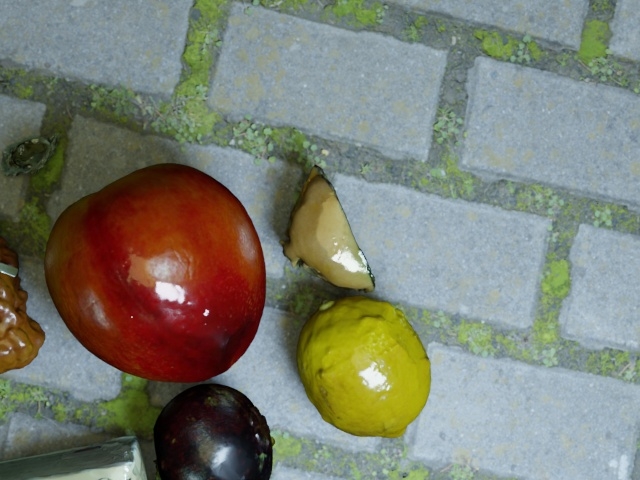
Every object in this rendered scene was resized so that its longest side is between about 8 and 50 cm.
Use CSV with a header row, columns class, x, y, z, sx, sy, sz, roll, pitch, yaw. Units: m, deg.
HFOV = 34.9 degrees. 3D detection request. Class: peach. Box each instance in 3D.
class,x,y,z,sx,sy,sz,roll,pitch,yaw
peach,-0.269,0.065,1.743,0.388,0.388,0.389,0,86,-6

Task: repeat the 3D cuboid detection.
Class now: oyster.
class,x,y,z,sx,sy,sz,roll,pitch,yaw
oyster,-0.541,-0.158,1.892,0.100,0.037,0.098,4,66,14

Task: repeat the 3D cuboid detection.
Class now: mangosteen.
class,x,y,z,sx,sy,sz,roll,pitch,yaw
mangosteen,-0.217,0.390,1.803,0.289,0.231,0.231,-40,91,15

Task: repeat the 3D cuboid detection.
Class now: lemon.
class,x,y,z,sx,sy,sz,roll,pitch,yaw
lemon,0.079,0.229,1.832,0.233,0.233,0.288,-31,97,-7

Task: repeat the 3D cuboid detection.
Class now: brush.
class,x,y,z,sx,sy,sz,roll,pitch,yaw
brush,-0.570,0.043,1.784,0.083,0.013,0.016,24,63,-25

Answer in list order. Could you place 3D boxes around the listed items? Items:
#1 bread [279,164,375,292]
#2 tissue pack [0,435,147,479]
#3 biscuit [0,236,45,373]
class,x,y,z,sx,sy,sz,roll,pitch,yaw
bread,-0.009,-0.003,1.872,0.132,0.174,0.252,-23,93,-5
tissue pack,-0.441,0.572,1.737,0.331,0.205,0.405,-9,94,-5
biscuit,-0.682,0.118,1.813,0.318,0.110,0.312,-19,89,-10
